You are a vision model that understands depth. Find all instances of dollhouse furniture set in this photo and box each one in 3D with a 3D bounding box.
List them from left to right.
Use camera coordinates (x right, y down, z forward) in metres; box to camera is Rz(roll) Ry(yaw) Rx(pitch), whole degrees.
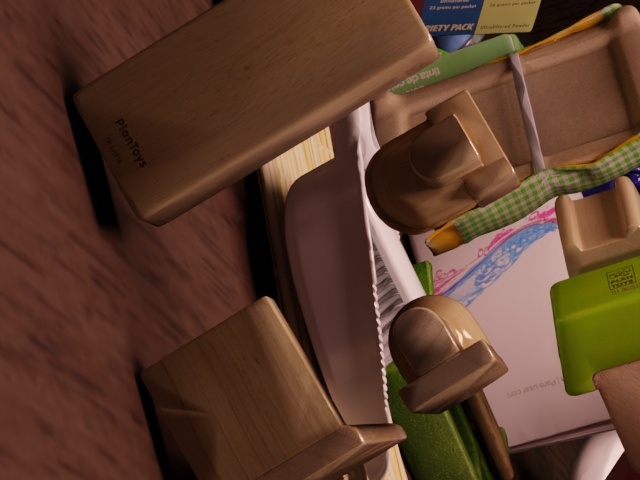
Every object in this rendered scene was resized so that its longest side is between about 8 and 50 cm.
[{"bbox_3d":[0.000,0.000,0.590,0.151,0.144,0.123,60,5,10],"label":"dollhouse furniture set"},{"bbox_3d":[0.140,0.014,0.997,0.301,0.198,0.151,-89,157,-54],"label":"dollhouse furniture set"}]

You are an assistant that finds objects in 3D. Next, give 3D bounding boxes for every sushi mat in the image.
[{"bbox_3d":[-0.006,-0.014,0.814,0.151,0.019,0.316,49,27,-60],"label":"sushi mat"}]

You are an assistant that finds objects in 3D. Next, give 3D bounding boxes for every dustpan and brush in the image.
[{"bbox_3d":[0.016,-0.014,0.726,0.147,0.060,0.211,-80,149,-62],"label":"dustpan and brush"}]

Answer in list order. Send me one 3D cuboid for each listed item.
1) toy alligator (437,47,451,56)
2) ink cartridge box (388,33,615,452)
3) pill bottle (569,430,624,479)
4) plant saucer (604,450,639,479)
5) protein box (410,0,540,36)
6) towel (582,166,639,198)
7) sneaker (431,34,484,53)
[{"bbox_3d":[0.088,-0.132,1.328,0.190,0.056,0.051,-21,134,-78],"label":"toy alligator"},{"bbox_3d":[0.141,0.014,1.190,0.201,0.117,0.278,22,52,-74],"label":"ink cartridge box"},{"bbox_3d":[0.285,0.242,1.358,0.278,0.162,0.162,71,6,-65],"label":"pill bottle"},{"bbox_3d":[0.240,0.171,0.958,0.084,0.332,0.332,34,15,0],"label":"plant saucer"},{"bbox_3d":[0.085,-0.284,1.155,0.199,0.136,0.201,101,-17,-57],"label":"protein box"},{"bbox_3d":[0.252,0.022,1.484,0.308,0.076,0.227,-140,-135,-77],"label":"towel"},{"bbox_3d":[0.099,-0.233,1.489,0.082,0.069,0.209,40,26,-29],"label":"sneaker"}]
